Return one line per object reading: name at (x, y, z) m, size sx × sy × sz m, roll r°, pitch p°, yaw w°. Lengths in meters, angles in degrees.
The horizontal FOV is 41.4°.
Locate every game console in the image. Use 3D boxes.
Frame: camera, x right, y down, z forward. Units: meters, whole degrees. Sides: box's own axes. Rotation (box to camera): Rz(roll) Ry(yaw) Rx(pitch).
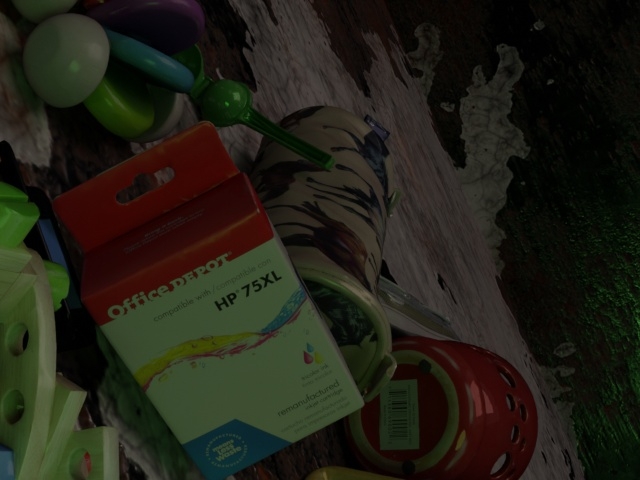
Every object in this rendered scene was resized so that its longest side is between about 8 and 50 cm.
game console at (-0.175, 0.007, 0.551) m, size 0.122 × 0.071 × 0.107 m, roll 69°, pitch 19°, yaw 8°

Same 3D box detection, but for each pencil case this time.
pencil case at (0.000, 0.000, 0.871) m, size 0.410 × 0.183 × 0.160 m, roll -81°, pitch -174°, yaw -61°

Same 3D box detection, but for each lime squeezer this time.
lime squeezer at (-0.112, -0.170, 0.864) m, size 0.310 × 0.110 × 0.059 m, roll 41°, pitch 60°, yaw -3°

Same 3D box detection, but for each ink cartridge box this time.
ink cartridge box at (-0.078, 0.048, 0.608) m, size 0.231 × 0.134 × 0.078 m, roll 62°, pitch 0°, yaw -27°

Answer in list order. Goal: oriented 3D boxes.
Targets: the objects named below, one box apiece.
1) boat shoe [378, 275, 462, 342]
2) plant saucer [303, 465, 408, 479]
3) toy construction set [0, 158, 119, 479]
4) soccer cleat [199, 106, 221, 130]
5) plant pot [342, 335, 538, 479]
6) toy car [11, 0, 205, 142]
boat shoe at (0.104, 0.114, 1.121) m, size 0.320 × 0.118 × 0.103 m, roll 29°, pitch 44°, yaw -50°
plant saucer at (0.108, 0.311, 0.659) m, size 0.333 × 0.332 × 0.081 m, roll -40°, pitch 136°, yaw -70°
toy construction set at (-0.191, 0.036, 0.345) m, size 0.215 × 0.151 × 0.328 m, roll 47°, pitch -1°, yaw 30°
soccer cleat at (-0.126, -0.163, 0.953) m, size 0.029 × 0.035 × 0.083 m, roll 10°, pitch 57°, yaw -68°
plant pot at (0.134, 0.204, 0.969) m, size 0.174 × 0.191 × 0.191 m, roll 28°, pitch 41°, yaw -57°
toy car at (-0.163, -0.179, 0.714) m, size 0.159 × 0.136 × 0.182 m, roll 27°, pitch 42°, yaw -63°
